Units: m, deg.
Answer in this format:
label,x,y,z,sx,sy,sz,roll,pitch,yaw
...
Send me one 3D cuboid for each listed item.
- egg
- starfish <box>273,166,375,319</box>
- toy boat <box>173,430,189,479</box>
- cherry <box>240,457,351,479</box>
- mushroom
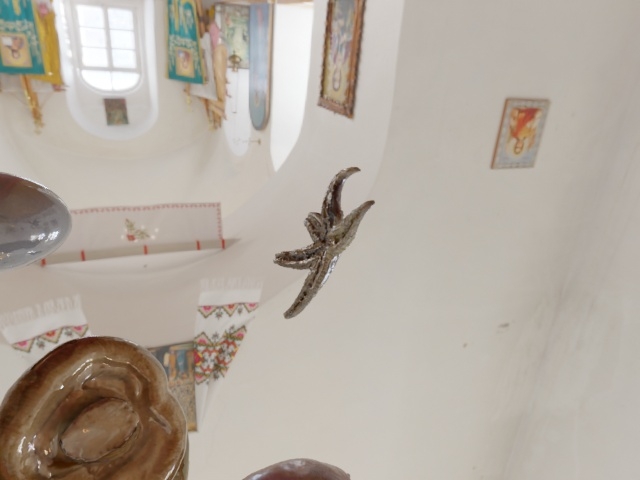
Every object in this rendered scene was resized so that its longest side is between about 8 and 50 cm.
label,x,y,z,sx,sy,sz,roll,pitch,yaw
egg,-0.551,-0.032,0.749,0.232,0.176,0.176,-7,-155,-22
starfish,0.007,0.003,0.590,0.057,0.212,0.238,23,162,-25
toy boat,-0.331,0.471,1.016,0.065,0.072,0.206,-12,-144,-14
cherry,-0.055,0.536,0.802,0.308,0.221,0.261,-33,-98,-22
mushroom,-0.329,0.278,0.656,0.278,0.278,0.146,-20,179,-44
